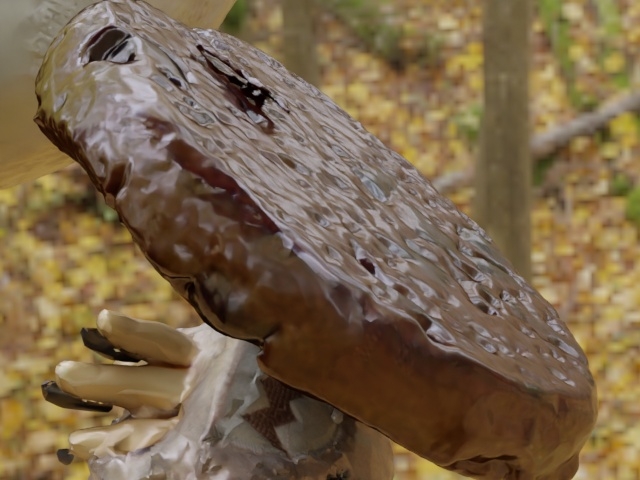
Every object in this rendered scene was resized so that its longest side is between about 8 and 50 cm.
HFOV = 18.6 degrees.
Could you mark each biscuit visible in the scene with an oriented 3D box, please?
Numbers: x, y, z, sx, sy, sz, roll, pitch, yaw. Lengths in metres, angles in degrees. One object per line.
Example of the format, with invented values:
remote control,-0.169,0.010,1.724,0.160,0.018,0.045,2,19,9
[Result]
biscuit,0.000,0.000,0.548,0.192,0.049,0.192,35,17,-12

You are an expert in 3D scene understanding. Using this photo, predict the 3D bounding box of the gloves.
gloves,-0.020,0.086,0.595,0.094,0.144,0.110,-14,44,4

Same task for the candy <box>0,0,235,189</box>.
candy,-0.132,-0.149,0.959,0.295,0.295,0.185,21,-12,49
